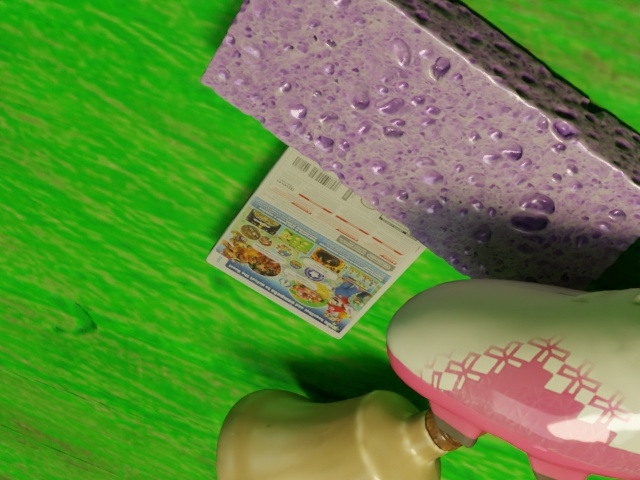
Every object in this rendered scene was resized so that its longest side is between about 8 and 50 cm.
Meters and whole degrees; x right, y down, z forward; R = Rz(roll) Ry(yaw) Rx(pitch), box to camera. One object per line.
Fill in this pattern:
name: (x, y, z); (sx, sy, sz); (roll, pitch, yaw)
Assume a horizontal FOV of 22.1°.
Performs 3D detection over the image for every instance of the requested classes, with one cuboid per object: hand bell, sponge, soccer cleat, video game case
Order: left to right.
video game case: (0.000, 0.000, 0.855); (0.087, 0.011, 0.122); (31, 140, -8)
sponge: (0.051, -0.054, 0.758); (0.210, 0.031, 0.117); (36, 140, -2)
hand bell: (0.073, 0.093, 0.859); (0.242, 0.126, 0.126); (-30, 110, 33)
soccer cleat: (0.198, 0.051, 0.708); (0.331, 0.116, 0.143); (18, 112, 7)
